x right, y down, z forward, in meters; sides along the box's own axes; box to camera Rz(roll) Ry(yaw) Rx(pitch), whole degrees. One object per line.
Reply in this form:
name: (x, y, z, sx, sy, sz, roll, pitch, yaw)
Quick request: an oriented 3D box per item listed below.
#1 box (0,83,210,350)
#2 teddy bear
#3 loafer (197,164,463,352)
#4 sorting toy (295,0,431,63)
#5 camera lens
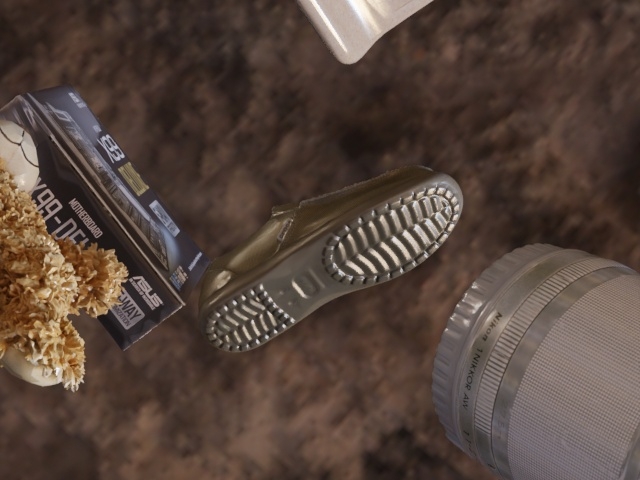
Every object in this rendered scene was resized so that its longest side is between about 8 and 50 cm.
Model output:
box: (-0.219, -0.032, 1.839, 0.242, 0.076, 0.307, 53, 5, -4)
teddy bear: (-0.261, -0.006, 1.485, 0.245, 0.338, 0.113, 28, -71, -7)
loafer: (0.000, 0.000, 0.951, 0.056, 0.148, 0.050, 62, 1, -46)
sorting toy: (0.047, -0.190, 0.712, 0.193, 0.208, 0.038, 53, 1, -44)
camera lens: (0.260, 0.142, 1.628, 0.274, 0.219, 0.219, 29, -38, 41)
